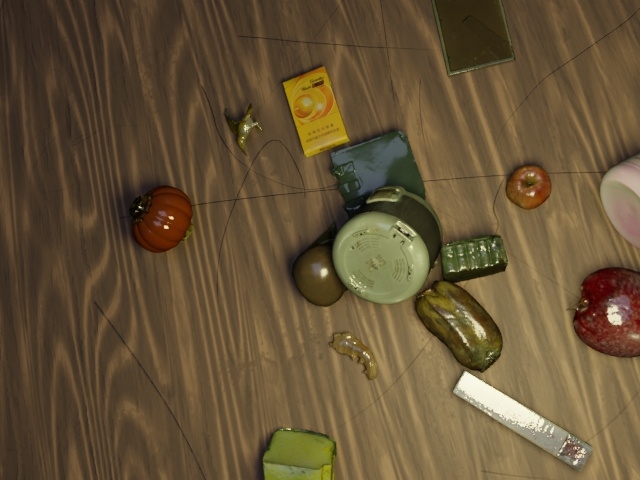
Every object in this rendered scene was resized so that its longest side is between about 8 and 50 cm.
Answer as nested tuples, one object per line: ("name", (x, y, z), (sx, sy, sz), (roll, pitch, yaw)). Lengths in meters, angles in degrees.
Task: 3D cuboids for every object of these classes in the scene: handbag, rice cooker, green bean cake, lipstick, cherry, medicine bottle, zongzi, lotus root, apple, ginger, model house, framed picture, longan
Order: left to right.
("model house", (-0.054, 0.673, 1.770), (0.194, 0.170, 0.211), (2, 107, 7))
("zongzi", (0.000, 0.000, 1.928), (0.104, 0.052, 0.113), (-11, 63, 17))
("longan", (0.003, 0.101, 1.834), (0.189, 0.189, 0.189), (-3, 78, 13))
("ginger", (0.106, 0.331, 1.829), (0.173, 0.051, 0.069), (40, 93, 19))
("handbag", (0.174, -0.183, 1.908), (0.260, 0.079, 0.247), (-17, 74, 10))
("rice cooker", (0.189, 0.009, 1.738), (0.289, 0.277, 0.288), (9, 118, 19))
("lotus root", (0.389, 0.235, 1.729), (0.152, 0.160, 0.274), (-31, 73, -20))
("green bean cake", (0.425, 0.051, 1.748), (0.182, 0.173, 0.094), (-11, 74, 12))
("framed picture", (0.479, -0.673, 1.969), (0.211, 0.020, 0.289), (-12, 76, 11))
("lipstick", (0.537, 0.480, 1.681), (0.372, 0.080, 0.076), (30, 87, 16))
("apple", (0.599, -0.152, 1.788), (0.126, 0.102, 0.125), (-4, 76, 18))
("cherry", (0.794, 0.191, 1.622), (0.301, 0.203, 0.230), (16, 81, 2))
("medicine bottle", (0.938, -0.144, 1.626), (0.325, 0.256, 0.256), (-28, 73, -2))

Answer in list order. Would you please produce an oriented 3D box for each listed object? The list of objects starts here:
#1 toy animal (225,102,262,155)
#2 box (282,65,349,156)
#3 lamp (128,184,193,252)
("toy animal", (-0.237, -0.360, 2.038), (0.095, 0.219, 0.155), (-26, 111, -10))
("box", (-0.016, -0.419, 2.019), (0.153, 0.043, 0.269), (-20, 75, 8))
("lamp", (-0.505, -0.069, 1.981), (0.223, 0.197, 0.223), (-32, 43, 36))
